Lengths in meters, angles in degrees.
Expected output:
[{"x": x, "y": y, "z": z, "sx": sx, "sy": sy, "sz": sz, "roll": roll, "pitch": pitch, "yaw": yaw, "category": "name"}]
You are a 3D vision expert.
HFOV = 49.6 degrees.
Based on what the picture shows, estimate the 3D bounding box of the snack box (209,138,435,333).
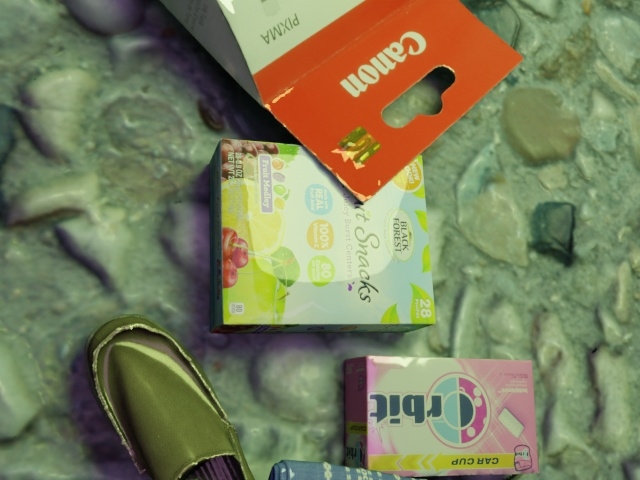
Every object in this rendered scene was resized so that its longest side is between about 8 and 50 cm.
[{"x": 0.000, "y": 0.000, "z": 0.667, "sx": 0.207, "sy": 0.070, "sz": 0.174, "roll": 2, "pitch": 75, "yaw": -20, "category": "snack box"}]

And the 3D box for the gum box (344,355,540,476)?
[{"x": 0.121, "y": 0.169, "z": 0.670, "sx": 0.188, "sy": 0.062, "sz": 0.107, "roll": 4, "pitch": 76, "yaw": -17, "category": "gum box"}]

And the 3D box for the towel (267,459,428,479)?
[{"x": 0.075, "y": 0.330, "z": 0.590, "sx": 0.336, "sy": 0.040, "sz": 0.243, "roll": 20, "pitch": 71, "yaw": -30, "category": "towel"}]

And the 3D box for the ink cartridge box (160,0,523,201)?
[{"x": 0.015, "y": -0.271, "z": 0.694, "sx": 0.385, "sy": 0.091, "sz": 0.308, "roll": 46, "pitch": 60, "yaw": 4, "category": "ink cartridge box"}]

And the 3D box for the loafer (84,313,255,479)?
[{"x": -0.108, "y": 0.169, "z": 0.579, "sx": 0.094, "sy": 0.087, "sz": 0.251, "roll": -34, "pitch": 90, "yaw": -23, "category": "loafer"}]
